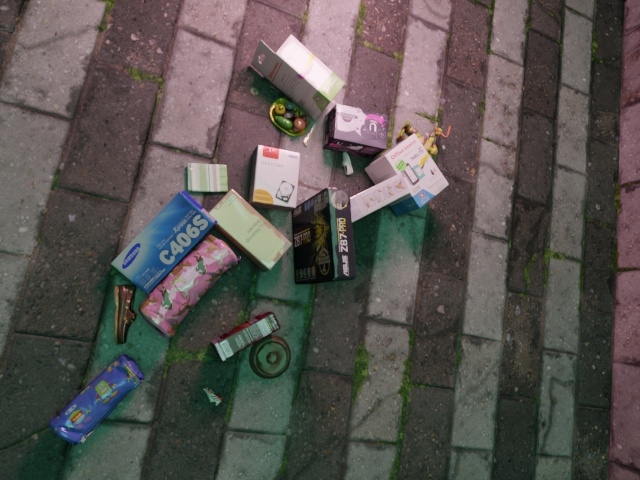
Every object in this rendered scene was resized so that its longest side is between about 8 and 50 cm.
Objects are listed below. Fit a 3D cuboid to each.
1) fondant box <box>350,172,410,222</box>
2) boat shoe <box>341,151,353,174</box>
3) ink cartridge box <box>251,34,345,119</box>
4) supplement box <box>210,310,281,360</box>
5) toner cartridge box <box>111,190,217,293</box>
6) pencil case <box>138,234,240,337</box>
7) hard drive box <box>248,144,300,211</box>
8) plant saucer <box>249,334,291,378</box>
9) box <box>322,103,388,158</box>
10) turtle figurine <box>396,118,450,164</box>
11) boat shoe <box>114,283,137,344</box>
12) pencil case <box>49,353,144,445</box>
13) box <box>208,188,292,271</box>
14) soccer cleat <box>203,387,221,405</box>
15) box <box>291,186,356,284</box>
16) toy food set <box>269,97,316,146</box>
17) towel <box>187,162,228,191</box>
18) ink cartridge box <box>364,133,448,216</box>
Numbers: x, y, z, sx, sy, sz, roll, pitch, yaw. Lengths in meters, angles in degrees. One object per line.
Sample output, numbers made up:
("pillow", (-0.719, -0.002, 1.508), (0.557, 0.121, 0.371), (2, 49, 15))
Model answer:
("fondant box", (0.171, -0.148, 1.784), (0.330, 0.238, 0.096), (-29, 93, -21))
("boat shoe", (0.111, -0.337, 1.897), (0.035, 0.035, 0.100), (-20, 99, -21))
("ink cartridge box", (-0.097, -0.684, 1.771), (0.353, 0.207, 0.119), (38, 73, -13))
("supplement box", (-0.279, 0.350, 1.607), (0.239, 0.130, 0.073), (-26, 92, -23))
("toner cartridge box", (-0.544, 0.006, 1.521), (0.165, 0.075, 0.348), (43, 92, -9))
("pencil case", (-0.466, 0.160, 1.546), (0.167, 0.160, 0.386), (46, 69, -13))
("hard drive box", (-0.187, -0.246, 1.744), (0.181, 0.089, 0.232), (6, 80, -20))
("plant saucer", (-0.192, 0.453, 1.680), (0.168, 0.029, 0.168), (3, 81, -20))
("box", (0.152, -0.471, 1.872), (0.247, 0.142, 0.163), (8, 81, -20))
("turtle figurine", (0.476, -0.468, 2.024), (0.217, 0.087, 0.269), (35, 81, -5))
("boat shoe", (-0.675, 0.255, 1.500), (0.073, 0.073, 0.207), (1, 83, -19))
("pencil case", (-0.723, 0.523, 1.419), (0.133, 0.119, 0.306), (37, 70, 18))
("box", (-0.277, -0.033, 1.662), (0.311, 0.121, 0.148), (41, 72, -11))
("soccer cleat", (-0.401, 0.572, 1.586), (0.083, 0.029, 0.035), (43, 67, -15))
("box", (0.000, 0.000, 1.616), (0.097, 0.395, 0.318), (1, 83, -22))
("toy food set", (-0.109, -0.513, 1.817), (0.218, 0.071, 0.128), (34, 73, -14))
("towel", (-0.440, -0.243, 1.687), (0.152, 0.023, 0.113), (-1, 85, -23))
("ink cartridge box", (0.373, -0.282, 1.900), (0.198, 0.197, 0.270), (-38, 96, -21))
